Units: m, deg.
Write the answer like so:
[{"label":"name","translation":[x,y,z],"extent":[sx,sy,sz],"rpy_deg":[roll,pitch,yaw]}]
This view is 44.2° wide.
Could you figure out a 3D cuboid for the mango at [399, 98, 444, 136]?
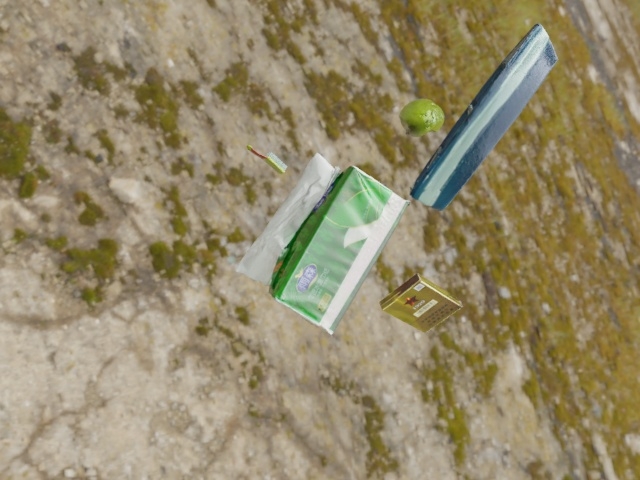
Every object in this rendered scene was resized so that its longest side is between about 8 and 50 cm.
[{"label":"mango","translation":[0.207,-0.250,1.598],"extent":[0.165,0.091,0.074],"rpy_deg":[-84,163,-82]}]

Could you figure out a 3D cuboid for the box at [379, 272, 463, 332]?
[{"label":"box","translation":[0.179,0.113,1.394],"extent":[0.133,0.090,0.023],"rpy_deg":[29,28,-40]}]

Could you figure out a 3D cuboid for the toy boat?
[{"label":"toy boat","translation":[0.236,-0.172,1.132],"extent":[0.062,0.299,0.096],"rpy_deg":[36,19,0]}]

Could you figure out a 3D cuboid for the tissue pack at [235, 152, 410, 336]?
[{"label":"tissue pack","translation":[-0.001,0.001,1.096],"extent":[0.156,0.148,0.209],"rpy_deg":[32,86,-8]}]

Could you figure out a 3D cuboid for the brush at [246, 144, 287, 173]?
[{"label":"brush","translation":[-0.095,-0.147,1.380],"extent":[0.083,0.019,0.021],"rpy_deg":[35,72,-27]}]
